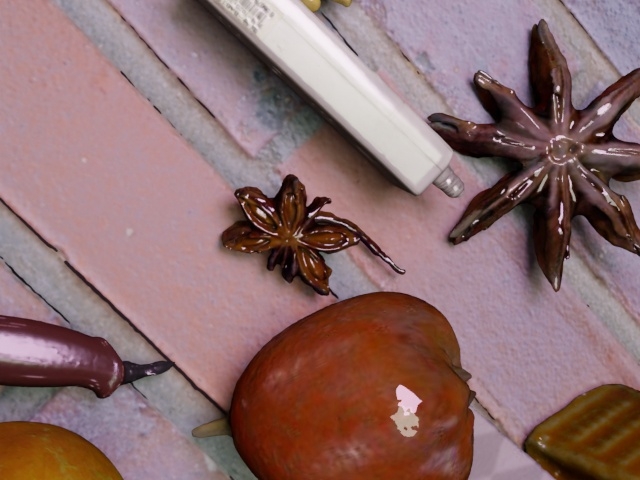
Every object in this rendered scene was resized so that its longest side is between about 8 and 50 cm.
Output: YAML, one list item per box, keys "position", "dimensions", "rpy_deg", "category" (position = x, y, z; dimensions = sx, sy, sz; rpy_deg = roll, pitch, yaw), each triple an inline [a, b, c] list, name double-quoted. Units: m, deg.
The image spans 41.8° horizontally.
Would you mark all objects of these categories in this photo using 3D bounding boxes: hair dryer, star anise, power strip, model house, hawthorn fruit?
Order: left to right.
- position: [-0.277, 0.042, 0.692]
  dimensions: [0.340, 0.123, 0.312]
  rpy_deg: [11, 74, -28]
  category: "hair dryer"
- position: [0.000, 0.000, 0.789]
  dimensions: [0.191, 0.070, 0.097]
  rpy_deg: [30, 106, -16]
  category: "star anise"
- position: [0.006, -0.150, 0.772]
  dimensions: [0.338, 0.098, 0.058]
  rpy_deg: [41, 91, -12]
  category: "power strip"
- position: [0.010, 0.151, 0.731]
  dimensions: [0.251, 0.199, 0.199]
  rpy_deg: [-14, 92, 6]
  category: "hawthorn fruit"
- position: [0.237, -0.090, 0.857]
  dimensions: [0.288, 0.088, 0.288]
  rpy_deg: [1, 84, -5]
  category: "star anise"
- position: [0.296, 0.272, 0.821]
  dimensions: [0.268, 0.173, 0.239]
  rpy_deg: [-29, 65, -18]
  category: "model house"

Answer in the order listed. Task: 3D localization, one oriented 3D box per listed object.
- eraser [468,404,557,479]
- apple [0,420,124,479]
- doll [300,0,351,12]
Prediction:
- position: [0.062, 0.346, 0.735]
  dimensions: [0.397, 0.213, 0.082]
  rpy_deg: [-39, 132, -11]
  category: "eraser"
- position: [-0.246, 0.244, 0.619]
  dimensions: [0.237, 0.207, 0.237]
  rpy_deg: [-4, 124, -6]
  category: "apple"
- position: [0.062, -0.334, 0.810]
  dimensions: [0.117, 0.086, 0.291]
  rpy_deg: [39, 75, 20]
  category: "doll"
